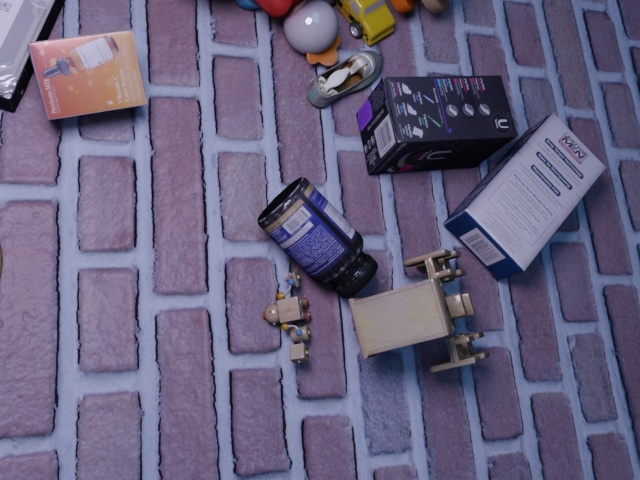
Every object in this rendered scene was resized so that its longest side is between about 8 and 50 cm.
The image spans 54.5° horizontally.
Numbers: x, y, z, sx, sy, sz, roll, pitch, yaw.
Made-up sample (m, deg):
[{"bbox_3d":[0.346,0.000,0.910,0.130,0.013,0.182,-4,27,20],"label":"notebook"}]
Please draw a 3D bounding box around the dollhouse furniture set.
[{"bbox_3d":[0.183,0.139,1.154,0.242,0.161,0.212,8,65,-62],"label":"dollhouse furniture set"}]

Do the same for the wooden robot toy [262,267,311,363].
[{"bbox_3d":[-0.064,0.140,1.133,0.079,0.076,0.173,-12,76,15],"label":"wooden robot toy"}]

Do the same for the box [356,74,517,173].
[{"bbox_3d":[0.233,-0.235,1.271,0.270,0.165,0.143,-6,76,-19],"label":"box"}]

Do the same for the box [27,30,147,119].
[{"bbox_3d":[-0.409,-0.292,1.093,0.170,0.091,0.130,-16,111,-21],"label":"box"}]

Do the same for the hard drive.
[{"bbox_3d":[-0.607,-0.421,1.111,0.237,0.064,0.339,19,69,-12],"label":"hard drive"}]

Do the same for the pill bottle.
[{"bbox_3d":[0.000,0.000,1.142,0.219,0.123,0.123,46,66,-12],"label":"pill bottle"}]

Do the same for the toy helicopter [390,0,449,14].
[{"bbox_3d":[0.219,-0.684,1.393,0.235,0.140,0.355,-27,100,-57],"label":"toy helicopter"}]

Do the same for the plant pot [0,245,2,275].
[{"bbox_3d":[-0.636,0.036,0.983,0.236,0.032,0.236,5,73,-16],"label":"plant pot"}]

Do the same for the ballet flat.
[{"bbox_3d":[0.063,-0.349,1.303,0.213,0.068,0.072,-38,88,-24],"label":"ballet flat"}]

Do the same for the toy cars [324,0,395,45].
[{"bbox_3d":[0.090,-0.629,1.384,0.176,0.087,0.394,5,73,-17],"label":"toy cars"}]

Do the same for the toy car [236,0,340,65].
[{"bbox_3d":[-0.018,-0.479,1.275,0.210,0.219,0.238,-45,120,-24],"label":"toy car"}]

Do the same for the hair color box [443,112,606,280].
[{"bbox_3d":[0.439,-0.096,1.330,0.174,0.105,0.347,46,67,-1],"label":"hair color box"}]
